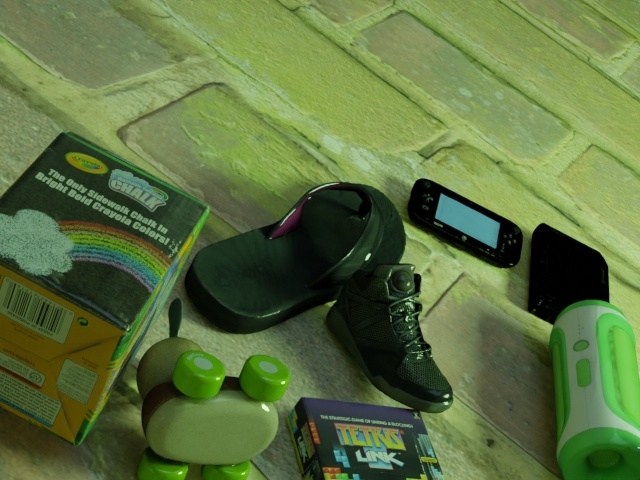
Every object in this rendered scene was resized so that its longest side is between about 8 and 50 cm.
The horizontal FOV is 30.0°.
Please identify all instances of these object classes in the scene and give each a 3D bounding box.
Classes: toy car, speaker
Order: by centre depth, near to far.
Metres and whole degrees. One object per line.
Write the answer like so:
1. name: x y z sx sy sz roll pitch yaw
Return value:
1. toy car: -0.140 0.156 1.306 0.149 0.155 0.188 7 29 -31
2. speaker: 0.381 0.213 1.640 0.131 0.131 0.296 25 35 -9

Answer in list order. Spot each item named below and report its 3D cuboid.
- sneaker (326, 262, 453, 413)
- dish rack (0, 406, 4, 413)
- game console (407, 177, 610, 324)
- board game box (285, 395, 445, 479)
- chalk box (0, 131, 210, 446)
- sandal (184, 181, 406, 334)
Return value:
1. sneaker: 0.100 0.113 1.517 0.087 0.130 0.227 0 36 -37
2. dish rack: -0.383 0.113 1.231 0.208 0.074 0.271 34 36 7
3. game console: 0.300 0.017 1.896 0.361 0.044 0.213 26 34 -7
4. board game box: 0.057 0.258 1.403 0.170 0.048 0.141 10 41 -28
5. chalk box: -0.242 0.026 1.222 0.180 0.179 0.289 29 35 -1
6. sandal: 0.001 0.002 1.628 0.167 0.107 0.446 41 35 14
